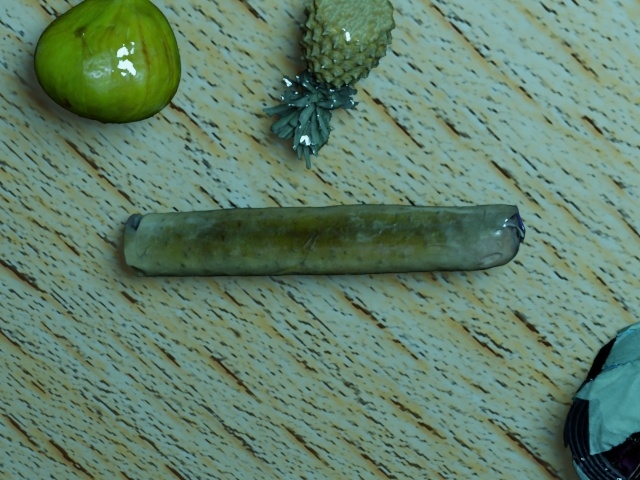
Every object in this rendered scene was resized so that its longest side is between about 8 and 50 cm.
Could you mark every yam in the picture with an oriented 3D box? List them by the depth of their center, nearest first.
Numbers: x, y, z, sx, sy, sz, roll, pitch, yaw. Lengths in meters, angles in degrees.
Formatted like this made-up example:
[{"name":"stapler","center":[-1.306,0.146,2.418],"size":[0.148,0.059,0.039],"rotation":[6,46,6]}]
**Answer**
[{"name":"yam","center":[0.000,0.000,1.214],"size":[0.264,0.046,0.046],"rotation":[-1,124,21]}]

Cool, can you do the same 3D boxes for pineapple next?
[{"name":"pineapple","center":[0.005,-0.099,1.146],"size":[0.058,0.058,0.124],"rotation":[24,142,0]}]

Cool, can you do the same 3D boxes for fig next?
[{"name":"fig","center":[-0.121,-0.118,1.156],"size":[0.084,0.082,0.098],"rotation":[38,119,35]}]

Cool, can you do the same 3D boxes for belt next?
[{"name":"belt","center":[0.212,0.107,1.213],"size":[0.105,0.058,0.140],"rotation":[32,132,1]}]
